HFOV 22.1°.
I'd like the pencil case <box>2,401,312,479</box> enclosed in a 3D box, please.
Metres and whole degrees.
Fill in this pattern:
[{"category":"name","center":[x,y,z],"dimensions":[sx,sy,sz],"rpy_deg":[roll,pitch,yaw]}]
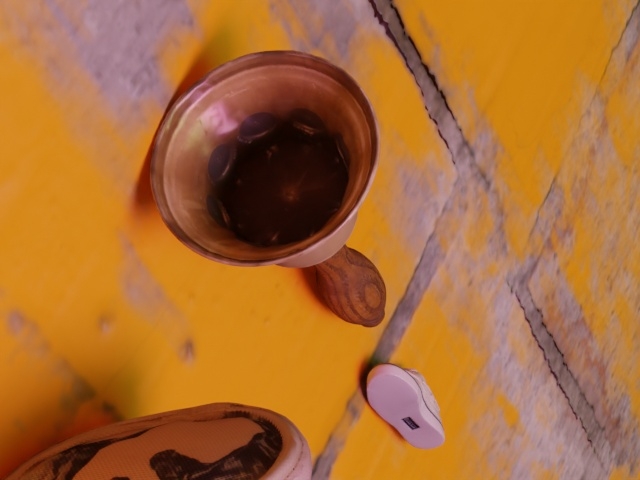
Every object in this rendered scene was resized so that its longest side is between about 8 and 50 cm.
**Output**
[{"category":"pencil case","center":[-0.065,0.281,0.843],"dimensions":[0.183,0.160,0.410],"rpy_deg":[-82,166,-70]}]

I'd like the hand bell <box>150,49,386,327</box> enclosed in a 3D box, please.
[{"category":"hand bell","center":[0.000,0.000,0.963],"dimensions":[0.242,0.126,0.126],"rpy_deg":[56,53,-63]}]

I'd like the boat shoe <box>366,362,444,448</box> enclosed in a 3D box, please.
[{"category":"boat shoe","center":[0.059,0.105,1.120],"dimensions":[0.100,0.035,0.035],"rpy_deg":[50,31,-45]}]
